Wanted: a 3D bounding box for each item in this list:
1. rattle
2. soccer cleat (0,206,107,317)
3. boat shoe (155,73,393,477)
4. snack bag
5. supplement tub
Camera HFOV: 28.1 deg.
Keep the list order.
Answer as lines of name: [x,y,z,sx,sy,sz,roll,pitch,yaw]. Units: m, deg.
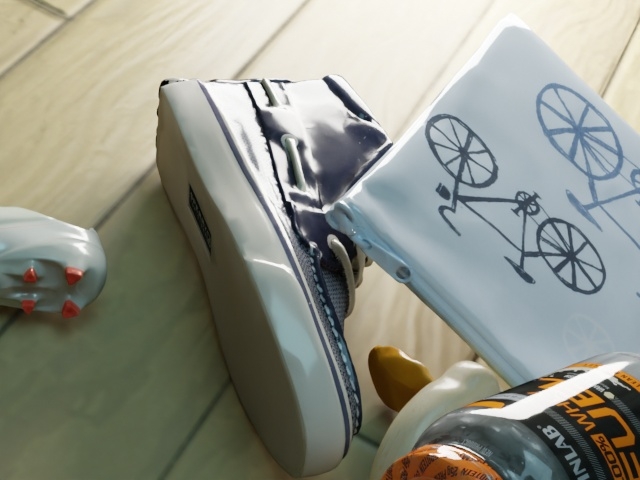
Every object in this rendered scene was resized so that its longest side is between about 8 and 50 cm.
rattle: [0.026,0.156,0.783,0.142,0.130,0.200,28,71,28]
soccer cleat: [-0.238,0.007,0.836,0.196,0.068,0.076,10,29,-13]
boat shoe: [0.000,0.000,0.876,0.158,0.127,0.340,-9,50,-18]
snack bag: [0.190,0.014,0.934,0.323,0.037,0.342,44,43,-3]
supplement tub: [0.126,0.136,0.705,0.190,0.117,0.117,-13,52,-43]
